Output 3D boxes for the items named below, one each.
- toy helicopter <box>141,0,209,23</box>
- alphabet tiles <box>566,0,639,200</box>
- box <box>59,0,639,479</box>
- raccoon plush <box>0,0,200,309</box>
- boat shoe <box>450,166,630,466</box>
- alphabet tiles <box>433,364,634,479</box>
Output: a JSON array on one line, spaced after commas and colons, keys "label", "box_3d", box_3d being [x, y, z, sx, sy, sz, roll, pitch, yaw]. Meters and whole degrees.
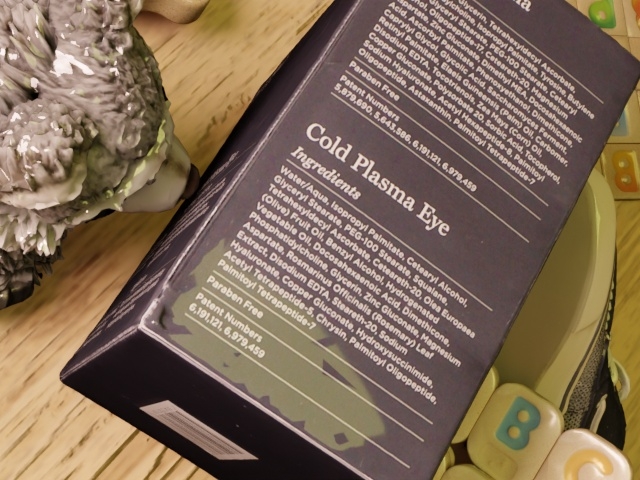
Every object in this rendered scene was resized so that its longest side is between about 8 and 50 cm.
[{"label": "toy helicopter", "box_3d": [-0.119, -0.291, 0.860, 0.355, 0.140, 0.235, -10, 74, -34]}, {"label": "alphabet tiles", "box_3d": [0.288, -0.207, 1.045, 0.285, 0.011, 0.342, -2, 80, -22]}, {"label": "box", "box_3d": [0.000, 0.000, 0.706, 0.179, 0.343, 0.312, 35, 69, -10]}, {"label": "raccoon plush", "box_3d": [-0.301, -0.071, 0.621, 0.446, 0.299, 0.216, 0, 77, -21]}, {"label": "boat shoe", "box_3d": [0.185, 0.093, 0.819, 0.158, 0.127, 0.340, -7, 119, -41]}, {"label": "alphabet tiles", "box_3d": [0.089, 0.230, 0.748, 0.021, 0.284, 0.278, 11, 110, -58]}]
